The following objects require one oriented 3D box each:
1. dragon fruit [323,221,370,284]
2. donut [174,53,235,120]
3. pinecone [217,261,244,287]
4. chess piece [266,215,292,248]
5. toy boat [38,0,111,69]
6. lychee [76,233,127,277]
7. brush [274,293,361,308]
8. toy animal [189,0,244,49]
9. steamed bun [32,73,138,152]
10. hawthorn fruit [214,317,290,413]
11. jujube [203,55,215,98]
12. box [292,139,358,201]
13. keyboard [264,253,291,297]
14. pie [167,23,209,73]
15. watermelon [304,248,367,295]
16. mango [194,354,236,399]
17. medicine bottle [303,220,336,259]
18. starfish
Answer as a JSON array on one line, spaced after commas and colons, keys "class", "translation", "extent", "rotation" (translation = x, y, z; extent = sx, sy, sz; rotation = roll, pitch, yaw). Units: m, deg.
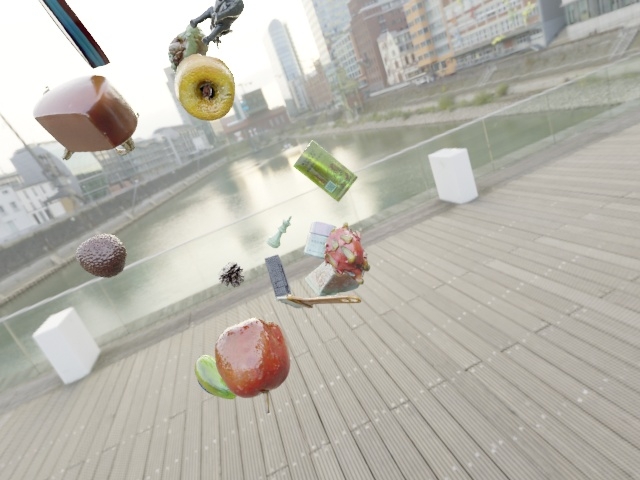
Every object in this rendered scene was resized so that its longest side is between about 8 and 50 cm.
[{"class": "dragon fruit", "translation": [0.084, 0.049, 1.266], "extent": [0.133, 0.207, 0.150], "rotation": [-34, 13, -22]}, {"class": "donut", "translation": [-0.450, -0.593, 1.582], "extent": [0.253, 0.253, 0.118], "rotation": [-23, 37, -5]}, {"class": "pinecone", "translation": [-0.445, 0.176, 2.034], "extent": [0.140, 0.121, 0.140], "rotation": [-26, 27, 14]}, {"class": "chess piece", "translation": [-0.155, -0.039, 1.592], "extent": [0.149, 0.059, 0.059], "rotation": [-55, 5, 23]}, {"class": "toy boat", "translation": [-0.893, -0.774, 1.438], "extent": [0.136, 0.392, 0.079], "rotation": [34, 73, 20]}, {"class": "lychee", "translation": [-0.903, 0.064, 1.681], "extent": [0.194, 0.194, 0.194], "rotation": [-19, 18, 6]}, {"class": "brush", "translation": [-0.006, 0.166, 1.109], "extent": [0.314, 0.090, 0.017], "rotation": [-12, 57, 48]}, {"class": "toy animal", "translation": [-0.301, -0.625, 1.160], "extent": [0.137, 0.082, 0.269], "rotation": [-44, 11, -28]}, {"class": "steamed bun", "translation": [-0.898, -0.502, 1.570], "extent": [0.379, 0.235, 0.248], "rotation": [4, 57, 26]}, {"class": "hawthorn fruit", "translation": [-0.232, 0.449, 1.439], "extent": [0.287, 0.330, 0.287], "rotation": [-19, -25, -9]}, {"class": "jujube", "translation": [-0.495, -0.689, 1.707], "extent": [0.155, 0.155, 0.230], "rotation": [-32, 13, -32]}, {"class": "box", "translation": [0.026, -0.362, 2.118], "extent": [0.173, 0.311, 0.043], "rotation": [-52, 12, 6]}, {"class": "keyboard", "translation": [-0.216, 0.175, 2.038], "extent": [0.087, 0.017, 0.250], "rotation": [-17, 54, -7]}, {"class": "pie", "translation": [-0.643, -0.925, 2.006], "extent": [0.105, 0.257, 0.274], "rotation": [20, 67, 14]}, {"class": "watermelon", "translation": [0.089, 0.183, 2.029], "extent": [0.264, 0.151, 0.302], "rotation": [-4, -31, -33]}, {"class": "mango", "translation": [-0.431, 0.567, 1.646], "extent": [0.233, 0.125, 0.111], "rotation": [36, 55, 22]}, {"class": "medicine bottle", "translation": [0.000, 0.000, 1.923], "extent": [0.135, 0.168, 0.135], "rotation": [14, -3, 1]}, {"class": "starfish", "translation": [-1.060, -0.520, 1.867], "extent": [0.432, 0.082, 0.324], "rotation": [-14, -38, -54]}]
